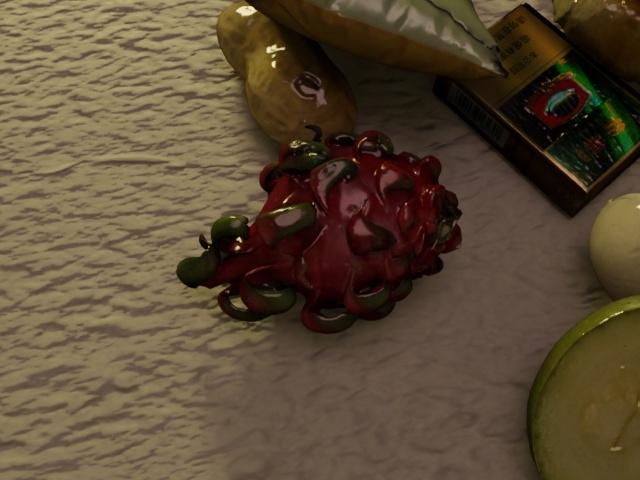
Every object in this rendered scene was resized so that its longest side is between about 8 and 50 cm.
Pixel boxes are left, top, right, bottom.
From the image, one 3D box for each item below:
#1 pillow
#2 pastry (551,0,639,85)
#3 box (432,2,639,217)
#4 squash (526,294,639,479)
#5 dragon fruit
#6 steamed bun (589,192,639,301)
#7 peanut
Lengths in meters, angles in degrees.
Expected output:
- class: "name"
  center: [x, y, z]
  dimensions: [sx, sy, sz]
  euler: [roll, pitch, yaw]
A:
- class: "pillow"
  center: [0.053, -0.284, 1.059]
  dimensions: [0.313, 0.119, 0.310]
  euler: [18, 23, -5]
- class: "pastry"
  center: [0.381, -0.263, 1.122]
  dimensions: [0.192, 0.093, 0.182]
  euler: [44, 36, 13]
- class: "box"
  center: [0.275, -0.163, 1.114]
  dimensions: [0.159, 0.071, 0.240]
  euler: [-39, 73, -22]
- class: "squash"
  center: [0.331, 0.180, 0.905]
  dimensions: [0.252, 0.049, 0.251]
  euler: [1, 97, 6]
- class: "dragon fruit"
  center: [0.008, 0.000, 0.957]
  dimensions: [0.273, 0.218, 0.198]
  euler: [-42, 38, -16]
- class: "steamed bun"
  center: [0.400, 0.036, 0.979]
  dimensions: [0.228, 0.177, 0.130]
  euler: [16, 86, -3]
- class: "peanut"
  center: [-0.047, -0.196, 1.082]
  dimensions: [0.120, 0.110, 0.236]
  euler: [-33, 70, -9]
